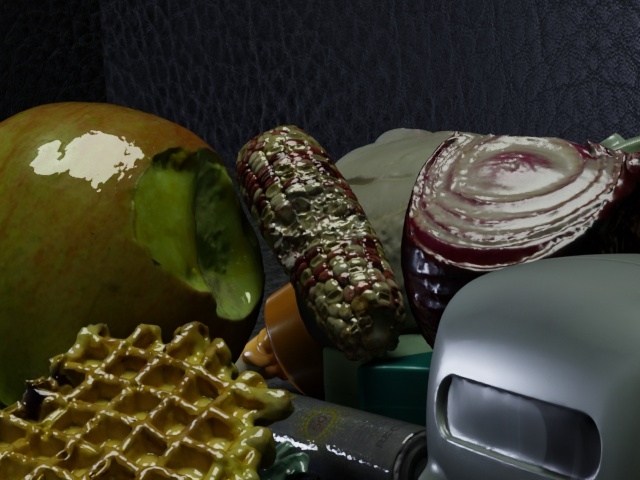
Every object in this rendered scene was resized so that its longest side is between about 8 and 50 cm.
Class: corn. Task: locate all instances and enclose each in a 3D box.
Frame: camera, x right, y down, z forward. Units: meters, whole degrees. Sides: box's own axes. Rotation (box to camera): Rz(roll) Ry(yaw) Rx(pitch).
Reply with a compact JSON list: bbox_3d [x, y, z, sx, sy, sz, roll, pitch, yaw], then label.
[{"bbox_3d":[0.000,0.000,1.706,0.098,0.098,0.290,-7,40,-19],"label":"corn"}]

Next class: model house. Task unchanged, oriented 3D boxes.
[{"bbox_3d":[0.085,0.147,1.669,0.127,0.100,0.149,-8,9,-23],"label":"model house"}]

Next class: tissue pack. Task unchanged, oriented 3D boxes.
[{"bbox_3d":[0.220,0.128,1.301,0.236,0.229,0.333,-6,9,-30],"label":"tissue pack"}]

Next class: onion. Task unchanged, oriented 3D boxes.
[{"bbox_3d":[0.178,0.039,1.573,0.216,0.206,0.207,7,45,33],"label":"onion"}]

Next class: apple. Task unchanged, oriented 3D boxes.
[{"bbox_3d":[-0.230,0.042,1.772,0.339,0.339,0.339,-3,8,1],"label":"apple"}]

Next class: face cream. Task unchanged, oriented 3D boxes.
[{"bbox_3d":[0.003,0.176,1.603,0.073,0.073,0.283,-10,10,-36],"label":"face cream"}]

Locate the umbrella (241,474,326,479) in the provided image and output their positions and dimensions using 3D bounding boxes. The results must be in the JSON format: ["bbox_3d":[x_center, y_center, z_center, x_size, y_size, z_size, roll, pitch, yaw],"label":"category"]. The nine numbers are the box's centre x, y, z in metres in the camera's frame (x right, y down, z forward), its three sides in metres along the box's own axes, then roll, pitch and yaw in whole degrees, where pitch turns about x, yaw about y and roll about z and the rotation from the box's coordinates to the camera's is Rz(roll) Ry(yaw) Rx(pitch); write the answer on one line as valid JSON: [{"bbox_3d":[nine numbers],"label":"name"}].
[{"bbox_3d":[-0.025,0.225,1.195,0.128,0.154,0.336,36,-6,5],"label":"umbrella"}]

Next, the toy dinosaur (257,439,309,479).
[{"bbox_3d":[-0.190,0.183,1.602,0.383,0.076,0.129,-4,27,13],"label":"toy dinosaur"}]

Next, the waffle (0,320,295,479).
[{"bbox_3d":[-0.175,0.165,1.508,0.309,0.065,0.283,-9,34,-11],"label":"waffle"}]

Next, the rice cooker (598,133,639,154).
[{"bbox_3d":[0.369,0.029,1.757,0.288,0.277,0.288,-2,10,0],"label":"rice cooker"}]

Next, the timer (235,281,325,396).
[{"bbox_3d":[-0.048,0.119,1.946,0.152,0.132,0.132,-25,2,17],"label":"timer"}]

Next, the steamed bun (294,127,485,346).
[{"bbox_3d":[0.142,0.003,1.911,0.247,0.236,0.383,-5,-12,31],"label":"steamed bun"}]
